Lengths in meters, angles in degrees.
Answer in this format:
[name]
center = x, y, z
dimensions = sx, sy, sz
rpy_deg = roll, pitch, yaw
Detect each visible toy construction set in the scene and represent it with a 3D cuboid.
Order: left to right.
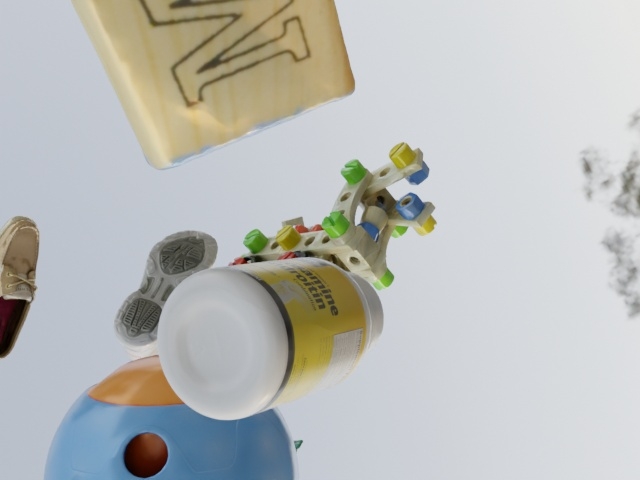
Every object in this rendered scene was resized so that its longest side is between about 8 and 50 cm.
[toy construction set]
center = 0.000, 0.000, 1.322
dimensions = 0.151, 0.328, 0.215
rpy_deg = 39, -120, -15

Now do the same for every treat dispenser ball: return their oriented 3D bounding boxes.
[treat dispenser ball]
center = -0.168, 0.273, 1.145
dimensions = 0.288, 0.288, 0.288
rpy_deg = 37, -143, -35

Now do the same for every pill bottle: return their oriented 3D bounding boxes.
[pill bottle]
center = -0.026, 0.065, 0.734
dimensions = 0.184, 0.103, 0.103
rpy_deg = -5, -111, -61

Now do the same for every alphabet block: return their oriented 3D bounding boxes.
[alphabet block]
center = -0.104, -0.212, 0.838
dimensions = 0.197, 0.193, 0.192
rpy_deg = 72, 172, -47

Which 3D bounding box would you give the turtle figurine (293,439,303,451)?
[turtle figurine]
center = -0.154, 0.291, 1.547
dimensions = 0.234, 0.175, 0.118
rpy_deg = 35, -177, 4

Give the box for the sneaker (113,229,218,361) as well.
[sneaker]
center = -0.228, 0.084, 1.475
dimensions = 0.090, 0.115, 0.232
rpy_deg = 27, -124, 10

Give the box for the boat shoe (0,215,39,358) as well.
[boat shoe]
center = -0.354, 0.058, 1.159
dimensions = 0.063, 0.059, 0.170
rpy_deg = 10, -80, -47
